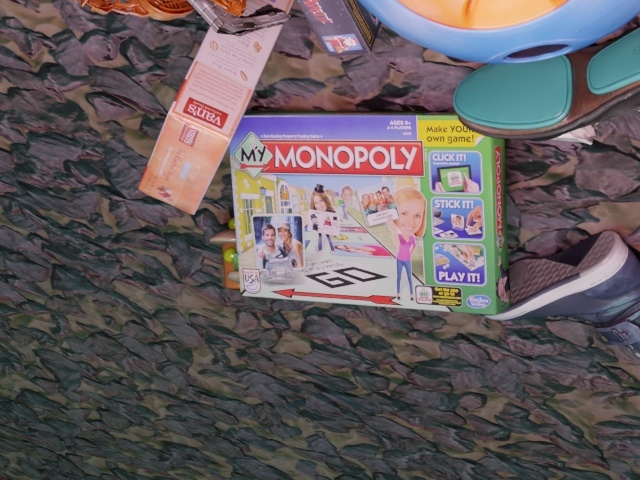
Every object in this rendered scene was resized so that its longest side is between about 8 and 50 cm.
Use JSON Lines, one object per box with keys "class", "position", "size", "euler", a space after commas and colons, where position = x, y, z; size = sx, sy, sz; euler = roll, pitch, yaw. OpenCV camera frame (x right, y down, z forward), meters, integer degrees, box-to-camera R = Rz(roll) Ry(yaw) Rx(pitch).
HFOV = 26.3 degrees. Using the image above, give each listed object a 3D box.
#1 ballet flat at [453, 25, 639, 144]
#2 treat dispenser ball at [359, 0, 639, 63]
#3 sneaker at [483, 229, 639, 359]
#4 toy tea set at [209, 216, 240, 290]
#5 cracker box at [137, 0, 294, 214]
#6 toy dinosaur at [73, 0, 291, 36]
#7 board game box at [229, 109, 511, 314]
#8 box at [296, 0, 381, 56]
{"class": "ballet flat", "position": [0.260, -0.138, 1.301], "size": [0.280, 0.095, 0.096], "euler": [-10, 150, 41]}
{"class": "treat dispenser ball", "position": [0.132, -0.270, 0.970], "size": [0.288, 0.288, 0.288], "euler": [15, 149, 9]}
{"class": "sneaker", "position": [0.310, 0.084, 1.625], "size": [0.163, 0.086, 0.226], "euler": [39, 144, -24]}
{"class": "toy tea set", "position": [0.000, 0.000, 1.692], "size": [0.336, 0.124, 0.200], "euler": [1, 174, 24]}
{"class": "cracker box", "position": [-0.094, -0.160, 1.335], "size": [0.067, 0.232, 0.156], "euler": [24, 149, -7]}
{"class": "toy dinosaur", "position": [-0.131, -0.270, 1.183], "size": [0.164, 0.218, 0.322], "euler": [-33, 164, 37]}
{"class": "board game box", "position": [0.049, -0.036, 1.508], "size": [0.317, 0.046, 0.213], "euler": [3, 104, 28]}
{"class": "box", "position": [0.002, -0.291, 1.141], "size": [0.044, 0.159, 0.233], "euler": [1, 144, 30]}
